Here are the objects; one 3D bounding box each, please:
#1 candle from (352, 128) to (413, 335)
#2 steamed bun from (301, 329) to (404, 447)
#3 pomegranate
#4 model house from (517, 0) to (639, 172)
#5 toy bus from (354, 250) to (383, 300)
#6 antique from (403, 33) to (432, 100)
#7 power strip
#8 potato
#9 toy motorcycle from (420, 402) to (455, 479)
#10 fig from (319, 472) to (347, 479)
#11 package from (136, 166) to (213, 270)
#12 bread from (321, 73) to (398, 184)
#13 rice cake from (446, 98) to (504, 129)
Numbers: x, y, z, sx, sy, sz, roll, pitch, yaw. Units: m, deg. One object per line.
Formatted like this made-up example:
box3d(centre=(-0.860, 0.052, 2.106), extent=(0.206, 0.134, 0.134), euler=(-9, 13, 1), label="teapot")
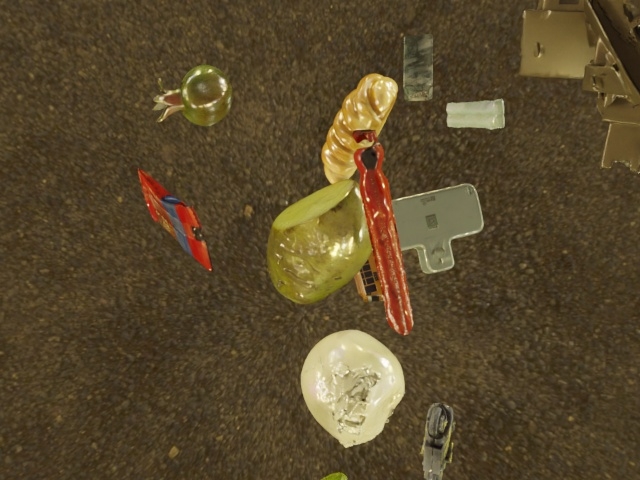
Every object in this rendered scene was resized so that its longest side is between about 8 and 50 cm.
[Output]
box3d(centre=(0.097, -0.006, 0.892), extent=(0.048, 0.051, 0.330), euler=(-4, 105, 36), label="candle")
box3d(centre=(0.070, 0.445, 1.791), extent=(0.311, 0.232, 0.334), euler=(32, 106, 37), label="steamed bun")
box3d(centre=(-0.307, -0.342, 1.395), extent=(0.191, 0.152, 0.131), euler=(-17, 75, -16), label="pomegranate")
box3d(centre=(0.325, -0.200, 0.637), extent=(0.204, 0.211, 0.244), euler=(11, 104, 23), label="model house")
box3d(centre=(0.156, 0.090, 1.793), extent=(0.114, 0.098, 0.201), euler=(-15, 73, 2), label="toy bus")
box3d(centre=(0.292, -0.511, 1.744), extent=(0.085, 0.088, 0.183), euler=(0, 75, 11), label="antique")
box3d(centre=(0.262, -0.019, 1.392), extent=(0.264, 0.059, 0.194), euler=(-12, 89, -12), label="power strip")
box3d(centre=(0.000, 0.000, 1.037), extent=(0.176, 0.298, 0.141), euler=(29, 42, -7), label="potato")
box3d(centre=(0.230, 0.384, 1.136), extent=(0.061, 0.124, 0.194), euler=(7, 117, 22), label="toy motorcycle")
box3d(centre=(-0.017, 0.650, 1.335), extent=(0.167, 0.167, 0.234), euler=(32, 85, 2), label="fig")
box3d(centre=(-0.182, -0.031, 0.712), extent=(0.022, 0.200, 0.083), euler=(-29, 122, -22), label="package")
box3d(centre=(0.096, -0.300, 1.527), extent=(0.121, 0.311, 0.173), euler=(30, 45, 2), label="bread")
box3d(centre=(0.471, -0.386, 1.787), extent=(0.040, 0.226, 0.085), euler=(-19, 109, -26), label="rice cake")
